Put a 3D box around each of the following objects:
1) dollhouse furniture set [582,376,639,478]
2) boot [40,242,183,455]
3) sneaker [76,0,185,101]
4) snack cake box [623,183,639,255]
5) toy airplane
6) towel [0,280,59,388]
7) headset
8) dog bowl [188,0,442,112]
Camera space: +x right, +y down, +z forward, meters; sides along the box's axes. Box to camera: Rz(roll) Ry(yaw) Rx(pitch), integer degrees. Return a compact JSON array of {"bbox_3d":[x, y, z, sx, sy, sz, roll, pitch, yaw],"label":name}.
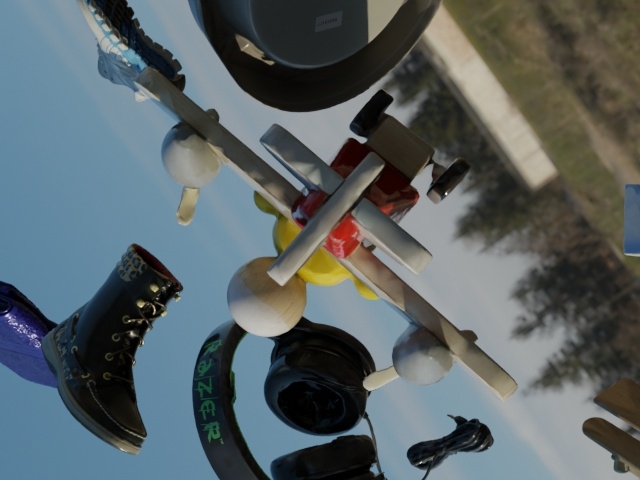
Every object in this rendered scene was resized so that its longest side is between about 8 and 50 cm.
[{"bbox_3d":[0.329,0.265,1.480,0.123,0.144,0.151,32,136,38],"label":"dollhouse furniture set"},{"bbox_3d":[-0.228,0.122,1.591,0.085,0.178,0.236,35,-172,-41],"label":"boot"},{"bbox_3d":[-0.252,-0.235,1.662,0.190,0.083,0.071,51,-146,-36],"label":"sneaker"},{"bbox_3d":[0.494,-0.020,1.541,0.152,0.089,0.264,-1,-178,-35],"label":"snack cake box"},{"bbox_3d":[0.000,0.000,1.393,0.384,0.272,0.386,26,-158,-41],"label":"toy airplane"},{"bbox_3d":[-0.516,0.157,2.323,0.228,0.076,0.308,10,153,33],"label":"towel"},{"bbox_3d":[0.026,0.212,1.575,0.394,0.185,0.243,27,-130,-44],"label":"headset"},{"bbox_3d":[-0.002,-0.322,1.545,0.102,0.349,0.349,42,-179,38],"label":"dog bowl"}]
